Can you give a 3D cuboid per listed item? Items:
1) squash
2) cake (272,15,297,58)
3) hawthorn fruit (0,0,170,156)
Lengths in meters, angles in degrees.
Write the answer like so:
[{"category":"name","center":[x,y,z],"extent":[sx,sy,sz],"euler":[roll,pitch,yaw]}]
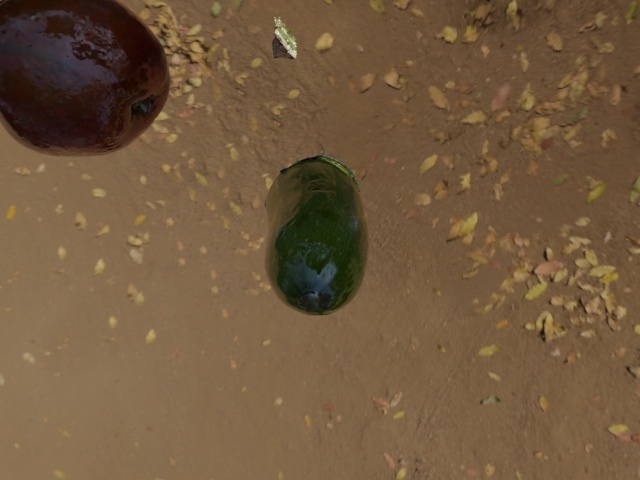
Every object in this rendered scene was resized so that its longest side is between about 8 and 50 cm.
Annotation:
[{"category":"squash","center":[0.000,0.000,0.475],"extent":[0.095,0.188,0.095],"euler":[-2,115,-3]},{"category":"cake","center":[-0.073,-0.415,1.176],"extent":[0.055,0.140,0.051],"euler":[4,90,-5]},{"category":"hawthorn fruit","center":[-0.232,-0.162,0.554],"extent":[0.173,0.173,0.172],"euler":[3,105,13]}]
